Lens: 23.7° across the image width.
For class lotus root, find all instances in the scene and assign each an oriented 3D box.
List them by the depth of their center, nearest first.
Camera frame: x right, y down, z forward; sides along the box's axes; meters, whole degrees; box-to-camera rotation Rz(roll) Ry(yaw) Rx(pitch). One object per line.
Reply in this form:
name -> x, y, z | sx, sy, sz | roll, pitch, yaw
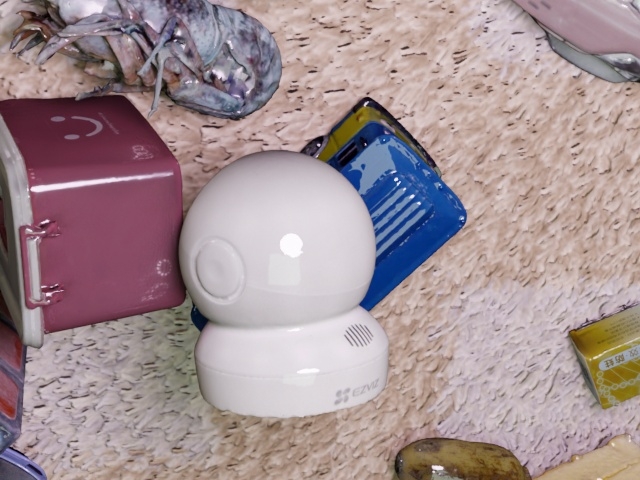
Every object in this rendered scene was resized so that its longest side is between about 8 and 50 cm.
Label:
lotus root -> 0.172, 0.284, 1.821 | 0.179, 0.080, 0.089 | 11, 107, -17

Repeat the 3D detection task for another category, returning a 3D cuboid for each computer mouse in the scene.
computer mouse -> 0.297, -0.282, 1.592 | 0.389, 0.115, 0.199 | 30, 102, -20

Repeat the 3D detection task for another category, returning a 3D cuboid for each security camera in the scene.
security camera -> -0.033, 0.032, 1.441 | 0.194, 0.194, 0.236 | -6, 104, -7

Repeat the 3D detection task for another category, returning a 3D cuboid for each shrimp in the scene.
shrimp -> -0.196, -0.200, 1.508 | 0.372, 0.172, 0.137 | 7, 104, -28

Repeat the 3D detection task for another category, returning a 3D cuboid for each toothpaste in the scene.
toothpaste -> 0.453, 0.092, 1.797 | 0.312, 0.071, 0.089 | -23, 118, 0

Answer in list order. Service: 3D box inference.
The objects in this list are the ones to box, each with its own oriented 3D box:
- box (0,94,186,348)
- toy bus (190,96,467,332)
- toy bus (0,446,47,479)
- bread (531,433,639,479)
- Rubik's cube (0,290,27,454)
box -> -0.242, -0.035, 1.519 | 0.167, 0.294, 0.193 | -6, 114, -18
toy bus -> 0.000, 0.000, 1.624 | 0.287, 0.175, 0.138 | -42, 111, 9
toy bus -> -0.404, 0.339, 1.721 | 0.125, 0.133, 0.292 | 25, 109, -5
bread -> 0.306, 0.380, 1.828 | 0.246, 0.111, 0.239 | -25, 126, -14
Rubik's cube -> -0.500, 0.132, 1.531 | 0.301, 0.304, 0.305 | -44, 110, 9
